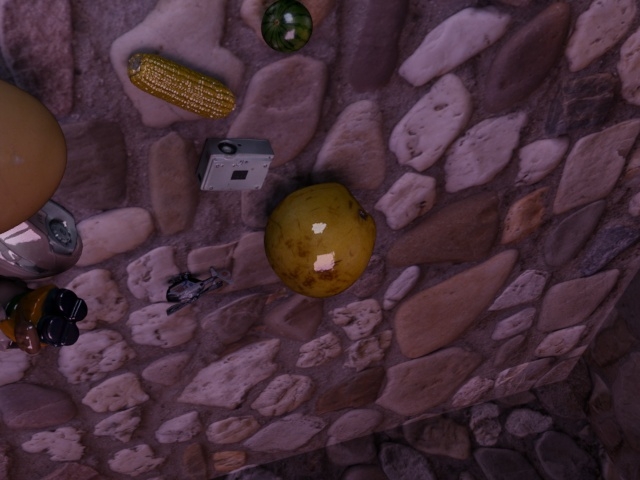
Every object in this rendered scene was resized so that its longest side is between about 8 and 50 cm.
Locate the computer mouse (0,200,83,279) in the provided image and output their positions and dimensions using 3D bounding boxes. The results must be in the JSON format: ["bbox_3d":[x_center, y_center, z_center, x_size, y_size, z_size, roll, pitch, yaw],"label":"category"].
[{"bbox_3d":[-0.653,-0.007,1.695,0.199,0.114,0.389,-37,144,15],"label":"computer mouse"}]

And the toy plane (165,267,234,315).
[{"bbox_3d":[-0.322,0.121,2.086,0.197,0.078,0.053,-25,146,-23],"label":"toy plane"}]

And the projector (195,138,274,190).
[{"bbox_3d":[-0.187,-0.163,1.786,0.147,0.061,0.115,-3,140,-27],"label":"projector"}]

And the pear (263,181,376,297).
[{"bbox_3d":[0.000,0.000,1.938,0.281,0.280,0.280,-15,145,-11],"label":"pear"}]

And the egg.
[{"bbox_3d":[-0.621,-0.140,1.363,0.374,0.301,0.301,-18,147,-22],"label":"egg"}]

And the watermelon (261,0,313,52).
[{"bbox_3d":[-0.062,-0.398,1.507,0.109,0.109,0.109,-15,145,-11],"label":"watermelon"}]

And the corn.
[{"bbox_3d":[-0.262,-0.293,1.553,0.238,0.080,0.080,17,130,-40],"label":"corn"}]

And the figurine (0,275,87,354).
[{"bbox_3d":[-0.658,0.173,1.785,0.333,0.185,0.204,7,156,17],"label":"figurine"}]
